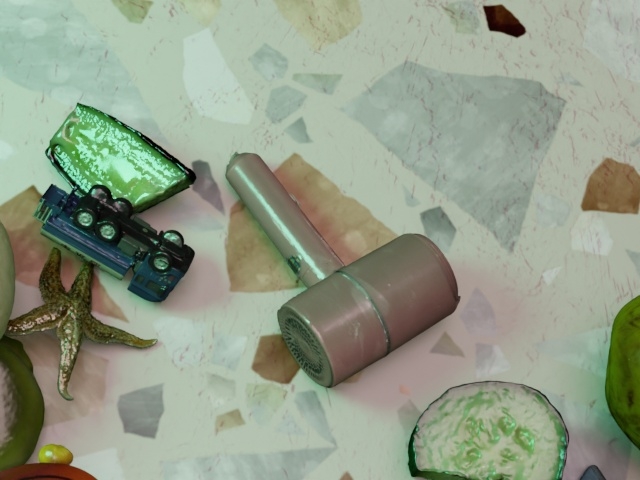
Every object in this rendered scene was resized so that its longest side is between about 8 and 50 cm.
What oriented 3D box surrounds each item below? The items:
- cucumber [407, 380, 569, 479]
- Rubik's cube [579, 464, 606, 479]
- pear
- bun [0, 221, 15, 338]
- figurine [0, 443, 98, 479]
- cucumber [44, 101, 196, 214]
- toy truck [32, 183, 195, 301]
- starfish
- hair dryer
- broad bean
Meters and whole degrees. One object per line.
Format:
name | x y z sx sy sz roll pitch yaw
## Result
cucumber | 0.210 0.262 1.518 0.191 0.130 0.191 2 65 -5
Rubik's cube | 0.342 0.430 1.461 0.233 0.229 0.228 -3 108 -48
pear | 0.489 0.175 1.533 0.284 0.283 0.283 3 67 -8
bun | -0.539 0.050 1.396 0.361 0.213 0.361 -6 64 12
figurine | -0.296 0.381 1.342 0.320 0.196 0.323 -32 86 -14
cucumber | -0.262 -0.095 1.609 0.193 0.086 0.115 35 99 9
toy truck | -0.264 0.000 1.545 0.202 0.088 0.074 31 27 -9
starfish | -0.303 0.097 1.519 0.217 0.050 0.223 19 51 -31
hair dryer | 0.000 0.000 1.602 0.210 0.125 0.352 -29 69 -20
broad bean | -0.397 0.194 1.471 0.124 0.082 0.174 -15 81 -13
